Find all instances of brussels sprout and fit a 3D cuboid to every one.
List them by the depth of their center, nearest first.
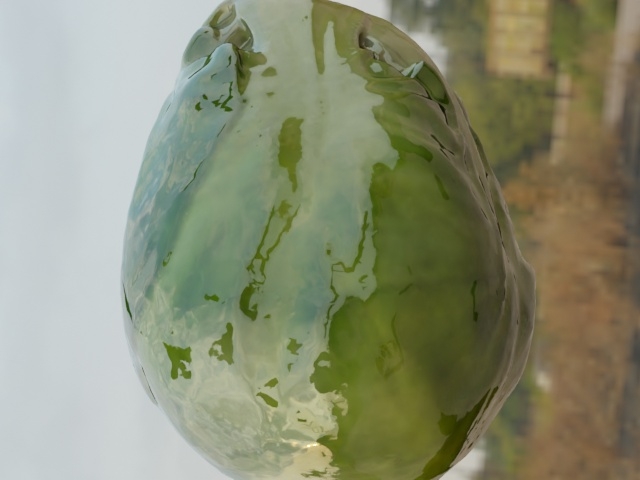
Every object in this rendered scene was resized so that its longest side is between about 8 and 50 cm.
[{"bbox_3d":[0.000,0.000,0.986,0.219,0.210,0.271,50,-145,-63],"label":"brussels sprout"}]
